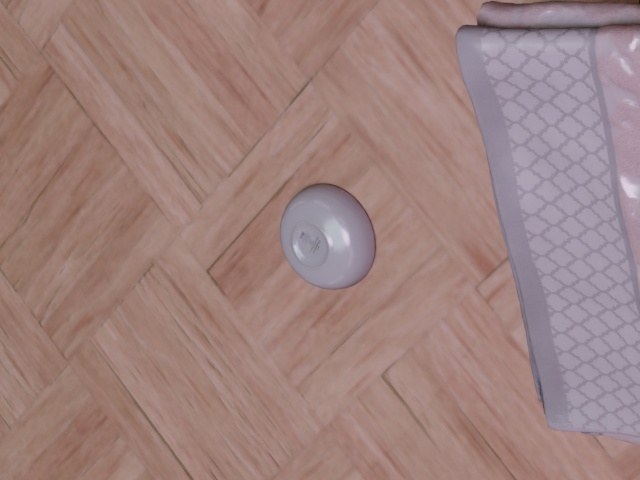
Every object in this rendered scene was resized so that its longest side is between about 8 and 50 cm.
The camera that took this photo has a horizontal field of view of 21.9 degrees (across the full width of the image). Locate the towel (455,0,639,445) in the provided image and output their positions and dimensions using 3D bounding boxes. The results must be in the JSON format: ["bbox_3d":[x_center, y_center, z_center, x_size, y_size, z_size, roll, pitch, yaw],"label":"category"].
[{"bbox_3d":[0.246,0.014,0.997,0.317,0.053,0.332,10,129,37],"label":"towel"}]

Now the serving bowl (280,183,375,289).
[{"bbox_3d":[0.000,0.000,1.259,0.083,0.027,0.083,13,112,34],"label":"serving bowl"}]
